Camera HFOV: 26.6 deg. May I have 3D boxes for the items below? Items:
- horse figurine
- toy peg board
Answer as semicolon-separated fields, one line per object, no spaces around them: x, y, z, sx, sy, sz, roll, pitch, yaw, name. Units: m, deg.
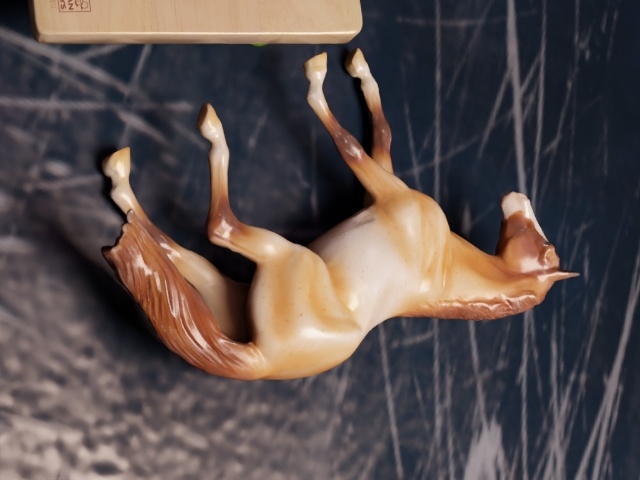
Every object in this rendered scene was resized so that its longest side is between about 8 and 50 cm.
0.000;0.000;0.695;0.263;0.066;0.174;-28;90;-39;horse figurine
-0.075;-0.168;0.685;0.161;0.079;0.161;-4;80;-20;toy peg board
